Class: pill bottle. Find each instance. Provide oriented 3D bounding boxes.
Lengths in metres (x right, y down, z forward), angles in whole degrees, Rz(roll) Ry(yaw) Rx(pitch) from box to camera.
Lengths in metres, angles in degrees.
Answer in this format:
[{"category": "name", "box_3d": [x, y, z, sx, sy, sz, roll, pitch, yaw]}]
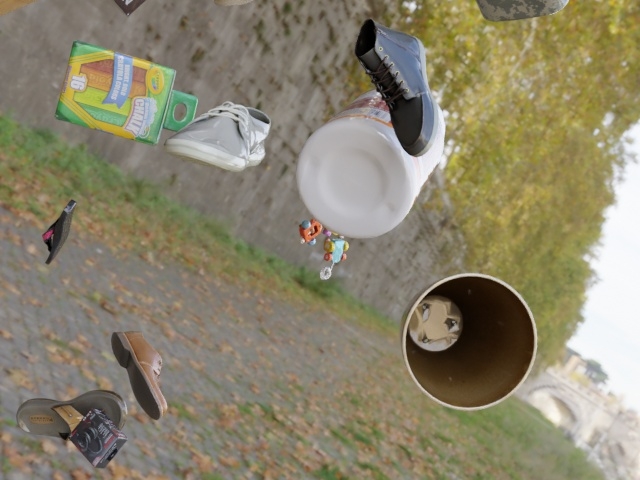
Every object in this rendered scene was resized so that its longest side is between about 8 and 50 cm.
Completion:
[{"category": "pill bottle", "box_3d": [0.117, -0.174, 1.540, 0.224, 0.224, 0.392, 34, 29, 4]}]

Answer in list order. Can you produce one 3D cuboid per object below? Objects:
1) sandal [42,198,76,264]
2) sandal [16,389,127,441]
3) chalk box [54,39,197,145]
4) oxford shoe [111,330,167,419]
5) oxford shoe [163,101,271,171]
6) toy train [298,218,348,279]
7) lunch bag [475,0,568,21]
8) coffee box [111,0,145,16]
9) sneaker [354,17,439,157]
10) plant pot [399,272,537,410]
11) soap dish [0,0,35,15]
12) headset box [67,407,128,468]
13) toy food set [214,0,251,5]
[{"category": "sandal", "box_3d": [-0.525, -0.022, 1.563, 0.040, 0.179, 0.067, 25, 41, -9]}, {"category": "sandal", "box_3d": [-0.440, 0.311, 1.371, 0.219, 0.090, 0.060, -3, 14, 13]}, {"category": "chalk box", "box_3d": [-0.429, -0.321, 1.790, 0.289, 0.180, 0.179, 13, 5, -12]}, {"category": "oxford shoe", "box_3d": [-0.344, 0.260, 1.569, 0.076, 0.076, 0.212, -7, 50, -37]}, {"category": "oxford shoe", "box_3d": [-0.201, -0.219, 1.618, 0.169, 0.130, 0.449, 19, 13, 6]}, {"category": "toy train", "box_3d": [0.000, 0.000, 1.737, 0.046, 0.125, 0.166, 24, -34, 40]}, {"category": "lunch bag", "box_3d": [0.428, -0.655, 1.677, 0.213, 0.305, 0.256, 3, -35, 39]}, {"category": "coffee box", "box_3d": [-0.458, -0.649, 1.665, 0.297, 0.168, 0.119, 50, -3, -34]}, {"category": "sneaker", "box_3d": [0.113, -0.241, 1.253, 0.118, 0.222, 0.083, 13, -30, -40]}, {"category": "plant pot", "box_3d": [0.245, 0.173, 1.471, 0.237, 0.237, 0.254, 34, -3, -5]}, {"category": "soap dish", "box_3d": [-0.575, -0.577, 1.493, 0.118, 0.291, 0.229, -116, -177, -77]}, {"category": "headset box", "box_3d": [-0.356, 0.321, 1.268, 0.083, 0.062, 0.032, 38, -3, 27]}, {"category": "toy food set", "box_3d": [-0.055, -0.415, 0.780, 0.092, 0.306, 0.220, 11, -18, -19]}]
